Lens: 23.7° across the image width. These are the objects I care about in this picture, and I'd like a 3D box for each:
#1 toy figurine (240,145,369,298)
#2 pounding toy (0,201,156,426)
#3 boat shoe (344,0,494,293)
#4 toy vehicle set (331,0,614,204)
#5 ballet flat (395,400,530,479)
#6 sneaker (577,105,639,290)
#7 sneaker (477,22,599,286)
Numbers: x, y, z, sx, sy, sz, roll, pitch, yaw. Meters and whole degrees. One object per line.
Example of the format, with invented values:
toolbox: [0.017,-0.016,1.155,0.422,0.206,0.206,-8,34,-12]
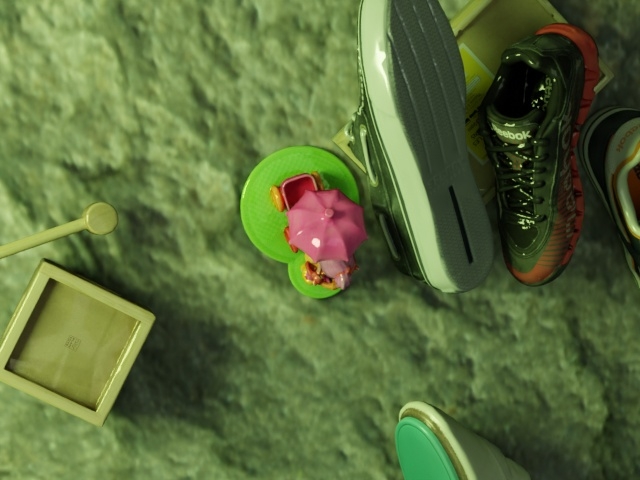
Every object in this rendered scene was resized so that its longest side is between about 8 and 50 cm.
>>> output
toy figurine: [0.000,0.000,1.564,0.130,0.159,0.173,-19,107,-7]
pounding toy: [-0.262,0.055,1.562,0.181,0.094,0.206,27,87,-12]
boat shoe: [0.078,-0.100,1.537,0.121,0.119,0.335,-28,113,-41]
toy vehicle set: [0.164,-0.142,1.630,0.267,0.035,0.166,-44,108,1]
ballet flat: [0.192,0.330,1.714,0.139,0.139,0.400,-21,111,-7]
sneaker: [0.398,0.001,1.669,0.126,0.127,0.321,-39,109,-3]
sneaker: [0.213,-0.084,1.559,0.135,0.098,0.276,-11,109,-54]
